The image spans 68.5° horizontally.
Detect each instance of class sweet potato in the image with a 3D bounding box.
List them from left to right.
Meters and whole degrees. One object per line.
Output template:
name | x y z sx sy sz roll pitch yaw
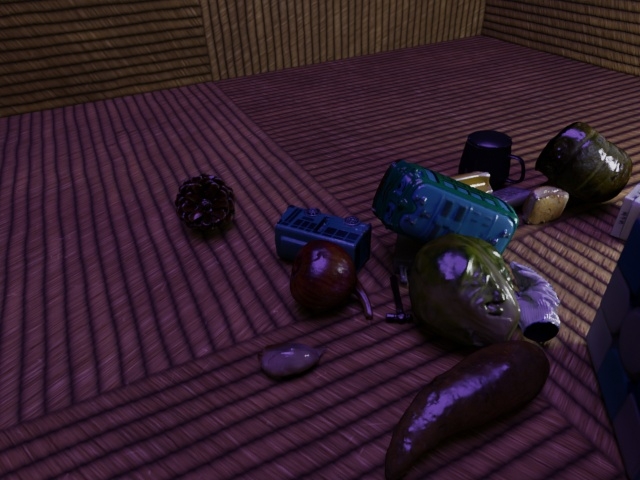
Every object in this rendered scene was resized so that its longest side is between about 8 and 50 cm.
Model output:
sweet potato | 0.275 0.295 0.873 0.423 0.130 0.130 -23 40 -24

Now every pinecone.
pinecone | -0.348 -0.111 1.440 0.186 0.168 0.212 -31 29 -13

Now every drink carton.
drink carton | 0.948 -0.093 1.360 0.222 0.134 0.102 -31 47 -33

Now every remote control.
remote control | 0.537 -0.109 1.480 0.313 0.055 0.109 -17 20 -15

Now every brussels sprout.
brussels sprout | 0.319 0.118 1.045 0.220 0.210 0.271 -22 54 -36

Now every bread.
bread | 0.679 -0.113 1.431 0.125 0.106 0.082 -7 37 -10

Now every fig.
fig | 0.032 0.095 1.157 0.207 0.175 0.175 16 33 -14

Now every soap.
soap | 0.370 -0.153 1.465 0.274 0.089 0.173 -13 5 -18

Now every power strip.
power strip | 0.256 0.023 1.313 0.093 0.053 0.288 6 36 11

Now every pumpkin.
pumpkin | 0.818 -0.209 1.465 0.325 0.242 0.232 0 48 -48

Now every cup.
cup | 0.589 -0.272 1.599 0.223 0.176 0.169 23 40 32

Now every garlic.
garlic | -0.061 0.248 1.005 0.152 0.066 0.084 -4 34 2

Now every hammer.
hammer | 0.188 0.140 1.180 0.065 0.021 0.178 -2 35 2

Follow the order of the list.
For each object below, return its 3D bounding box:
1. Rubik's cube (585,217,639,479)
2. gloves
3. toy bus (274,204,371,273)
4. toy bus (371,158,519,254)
Rubik's cube | 0.709 0.197 0.793 0.345 0.346 0.346 4 36 11
gloves | 0.492 0.139 1.106 0.119 0.097 0.229 -38 33 30
toy bus | 0.000 0.000 1.296 0.256 0.128 0.147 15 38 21
toy bus | 0.321 -0.063 1.208 0.344 0.183 0.199 20 18 -9
